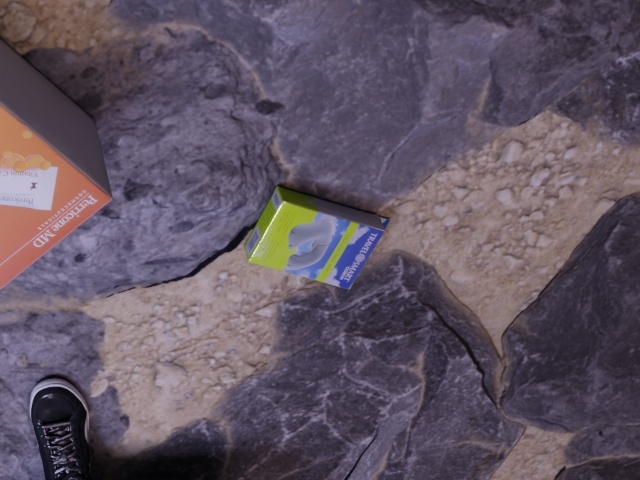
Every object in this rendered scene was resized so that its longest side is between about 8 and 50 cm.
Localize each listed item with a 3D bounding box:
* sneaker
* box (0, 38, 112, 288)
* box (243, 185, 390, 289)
[{"bbox_3d":[-0.348,0.302,2.005,0.079,0.121,0.217,-12,130,-10],"label":"sneaker"},{"bbox_3d":[-0.431,-0.125,1.612,0.215,0.168,0.345,-38,129,13],"label":"box"},{"bbox_3d":[0.000,0.000,1.931,0.178,0.042,0.109,16,121,-26],"label":"box"}]
